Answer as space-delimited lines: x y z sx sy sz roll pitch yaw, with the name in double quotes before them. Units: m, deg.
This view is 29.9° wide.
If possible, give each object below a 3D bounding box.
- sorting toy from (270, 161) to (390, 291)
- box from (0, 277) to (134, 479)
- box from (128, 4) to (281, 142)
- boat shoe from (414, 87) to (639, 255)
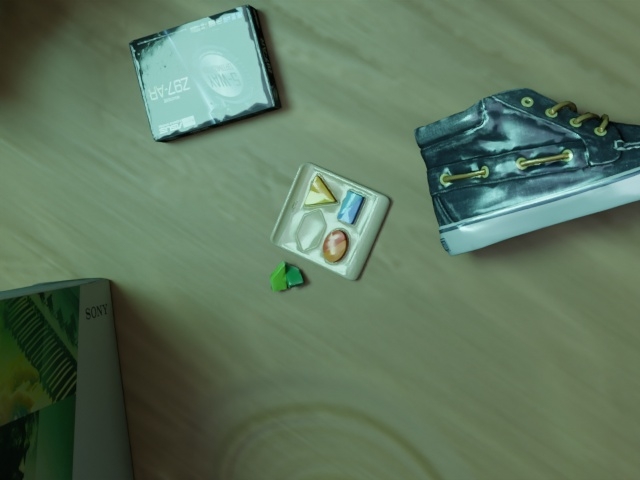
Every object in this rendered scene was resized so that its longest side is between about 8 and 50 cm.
"sorting toy" 0.000 0.000 0.747 0.062 0.012 0.083 24 97 11
"box" -0.160 0.186 0.680 0.058 0.232 0.322 -8 91 9
"box" -0.073 -0.104 0.757 0.083 0.018 0.067 -14 88 13
"boat shoe" 0.145 -0.056 0.684 0.183 0.065 0.083 -18 89 14
